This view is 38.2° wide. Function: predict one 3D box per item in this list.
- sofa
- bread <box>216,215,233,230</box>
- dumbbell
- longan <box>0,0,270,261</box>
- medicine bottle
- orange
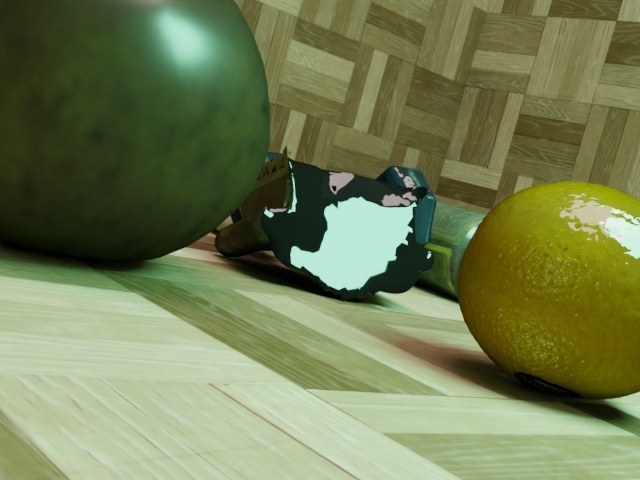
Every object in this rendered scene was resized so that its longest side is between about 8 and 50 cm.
[{"bbox_3d":[0.000,0.000,1.272,0.258,0.182,0.200,13,-13,-25],"label":"sofa"},{"bbox_3d":[-0.117,-0.030,1.667,0.316,0.054,0.316,16,3,-1],"label":"bread"},{"bbox_3d":[0.022,-0.053,1.476,0.316,0.143,0.156,4,39,-23],"label":"dumbbell"},{"bbox_3d":[-0.239,-0.144,0.950,0.404,0.336,0.404,-9,-24,-4],"label":"longan"},{"bbox_3d":[0.210,0.010,1.623,0.151,0.151,0.322,12,6,-35],"label":"medicine bottle"},{"bbox_3d":[0.252,0.049,0.915,0.236,0.236,0.236,15,5,-1],"label":"orange"}]
